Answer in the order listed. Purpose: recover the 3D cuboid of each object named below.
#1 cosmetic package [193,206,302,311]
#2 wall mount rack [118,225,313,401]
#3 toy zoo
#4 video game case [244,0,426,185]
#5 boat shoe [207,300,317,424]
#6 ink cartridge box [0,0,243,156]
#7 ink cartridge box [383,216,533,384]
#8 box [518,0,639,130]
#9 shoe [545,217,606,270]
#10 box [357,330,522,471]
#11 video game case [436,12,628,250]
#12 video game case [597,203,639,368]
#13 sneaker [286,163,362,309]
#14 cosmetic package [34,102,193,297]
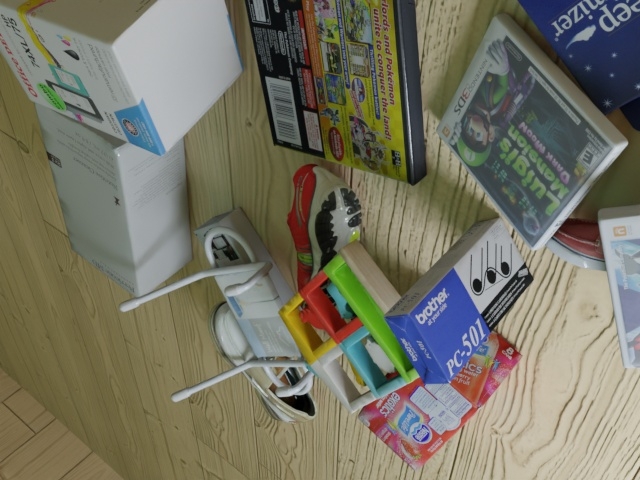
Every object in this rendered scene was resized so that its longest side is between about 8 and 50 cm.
[{"bbox_3d":[-0.127,0.062,1.326,0.099,0.060,0.239,-15,110,54],"label":"cosmetic package"},{"bbox_3d":[-0.172,0.159,1.283,0.304,0.130,0.350,-10,112,39],"label":"wall mount rack"},{"bbox_3d":[0.037,0.138,1.041,0.192,0.030,0.293,54,146,7],"label":"toy zoo"},{"bbox_3d":[0.016,-0.220,0.929,0.248,0.035,0.274,21,135,36],"label":"video game case"},{"bbox_3d":[-0.100,0.235,1.425,0.103,0.113,0.302,-2,130,46],"label":"boat shoe"},{"bbox_3d":[-0.286,-0.285,1.010,0.270,0.197,0.198,24,151,24],"label":"ink cartridge box"},{"bbox_3d":[0.169,0.067,0.870,0.046,0.207,0.097,-15,110,52],"label":"ink cartridge box"},{"bbox_3d":[0.269,-0.207,0.659,0.225,0.036,0.136,51,145,-3],"label":"box"},{"bbox_3d":[0.323,-0.008,0.762,0.178,0.063,0.081,20,134,28],"label":"shoe"},{"bbox_3d":[0.168,0.219,1.087,0.128,0.123,0.257,41,144,15],"label":"box"},{"bbox_3d":[0.210,-0.110,0.775,0.190,0.022,0.173,57,150,24],"label":"video game case"},{"bbox_3d":[0.377,0.044,0.708,0.184,0.023,0.201,-7,124,25],"label":"video game case"},{"bbox_3d":[0.000,0.000,1.121,0.118,0.107,0.279,48,147,37],"label":"sneaker"},{"bbox_3d":[-0.370,-0.098,1.366,0.217,0.156,0.385,31,140,23],"label":"cosmetic package"}]
